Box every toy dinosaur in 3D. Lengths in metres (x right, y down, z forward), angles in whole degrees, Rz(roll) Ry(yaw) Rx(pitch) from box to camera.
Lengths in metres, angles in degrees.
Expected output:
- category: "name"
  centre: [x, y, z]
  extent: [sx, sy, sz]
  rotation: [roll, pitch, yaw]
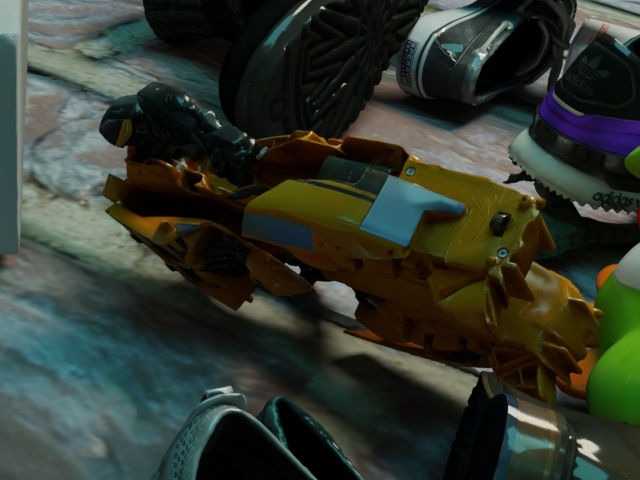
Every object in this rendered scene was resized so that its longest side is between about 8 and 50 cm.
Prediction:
- category: "toy dinosaur"
  centre: [0.165, -0.022, 0.833]
  extent: [0.268, 0.064, 0.118]
  rotation: [-7, 34, -40]

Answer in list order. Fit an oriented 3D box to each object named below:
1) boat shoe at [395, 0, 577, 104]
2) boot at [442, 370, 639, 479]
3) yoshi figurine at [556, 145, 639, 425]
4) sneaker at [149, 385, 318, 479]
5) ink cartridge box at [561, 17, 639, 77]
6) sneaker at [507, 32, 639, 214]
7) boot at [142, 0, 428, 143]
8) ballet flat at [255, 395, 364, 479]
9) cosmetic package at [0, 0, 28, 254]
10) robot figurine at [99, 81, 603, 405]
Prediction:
- category: "boat shoe"
  centre: [0.205, -0.210, 1.123]
  extent: [0.105, 0.113, 0.306]
  rotation: [24, 31, 31]
- category: "boot"
  centre: [0.113, 0.112, 0.489]
  extent: [0.106, 0.082, 0.219]
  rotation: [17, -3, 4]
- category: "yoshi figurine"
  centre: [0.294, 0.014, 0.651]
  extent: [0.203, 0.203, 0.362]
  rotation: [45, 56, -5]
- category: "sneaker"
  centre: [0.010, 0.164, 0.369]
  extent: [0.105, 0.115, 0.281]
  rotation: [-15, 40, -38]
- category: "ink cartridge box"
  centre: [0.345, -0.153, 1.103]
  extent: [0.191, 0.082, 0.139]
  rotation: [17, 28, 14]
- category: "sneaker"
  centre: [0.289, -0.097, 0.841]
  extent: [0.293, 0.146, 0.102]
  rotation: [1, 34, -38]
- category: "boot"
  centre: [-0.068, -0.205, 0.999]
  extent: [0.260, 0.131, 0.348]
  rotation: [12, 40, 23]
- category: "ballet flat"
  centre: [0.020, 0.135, 0.496]
  extent: [0.057, 0.049, 0.173]
  rotation: [-17, 38, -42]
- category: "cosmetic package"
  centre: [-0.319, -0.146, 0.783]
  extent: [0.217, 0.156, 0.385]
  rotation: [0, 31, -16]
- category: "robot figurine"
  centre: [0.000, 0.000, 0.616]
  extent: [0.291, 0.211, 0.085]
  rotation: [14, 71, 33]
